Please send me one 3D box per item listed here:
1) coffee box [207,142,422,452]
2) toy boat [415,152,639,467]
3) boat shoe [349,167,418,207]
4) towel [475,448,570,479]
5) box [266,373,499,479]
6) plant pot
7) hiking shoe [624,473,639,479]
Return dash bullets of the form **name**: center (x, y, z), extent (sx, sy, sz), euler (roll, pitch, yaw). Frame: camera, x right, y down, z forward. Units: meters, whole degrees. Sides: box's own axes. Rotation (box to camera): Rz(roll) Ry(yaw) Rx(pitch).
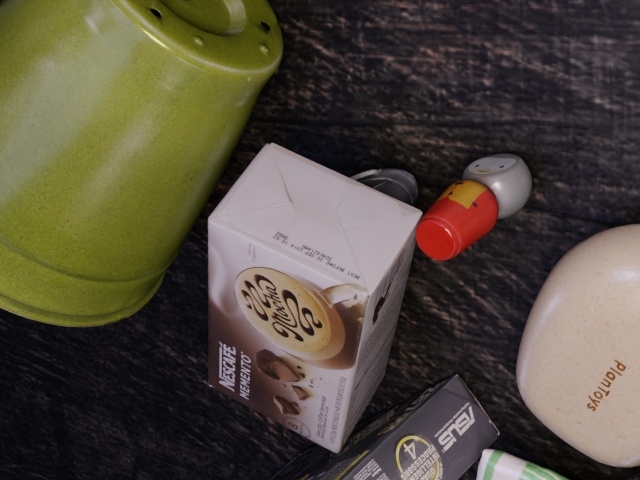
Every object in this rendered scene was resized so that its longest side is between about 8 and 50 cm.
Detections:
- **coffee box**: center (-0.014, 0.066, 1.205), extent (0.168, 0.119, 0.297), euler (26, 144, 13)
- **toy boat**: center (0.240, 0.042, 1.096), extent (0.318, 0.148, 0.267), euler (40, 137, 12)
- **boat shoe**: center (0.000, 0.000, 1.312), extent (0.108, 0.102, 0.301), euler (41, 145, -11)
- **towel**: center (0.270, 0.363, 1.157), extent (0.325, 0.038, 0.247), euler (29, 125, 32)
- **box**: center (-0.031, 0.314, 1.272), extent (0.097, 0.395, 0.318), euler (54, 135, 2)
- **plant pot**: center (-0.234, -0.156, 1.308), extent (0.366, 0.366, 0.353), euler (52, 124, 11)
- **hiking shoe**: center (0.303, 0.216, 1.052), extent (0.086, 0.227, 0.114), euler (-114, 12, -48)
